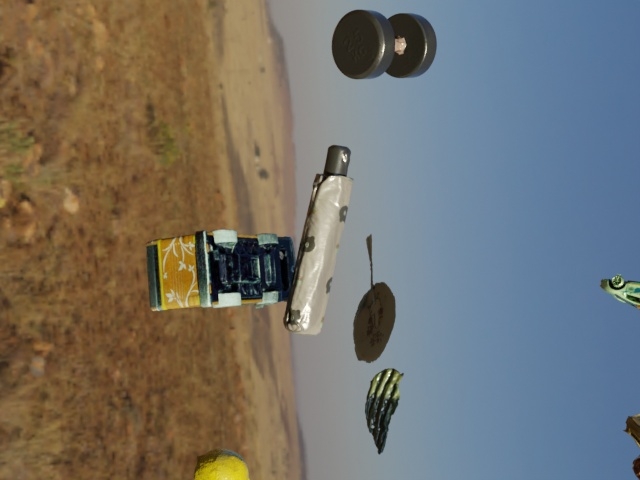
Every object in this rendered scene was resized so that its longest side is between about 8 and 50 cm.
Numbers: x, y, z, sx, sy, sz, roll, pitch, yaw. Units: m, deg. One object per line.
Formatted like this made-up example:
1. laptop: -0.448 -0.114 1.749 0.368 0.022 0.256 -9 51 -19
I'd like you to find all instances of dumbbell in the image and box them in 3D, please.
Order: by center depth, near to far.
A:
1. dumbbell: 0.147 -0.446 1.881 0.152 0.218 0.152 11 -74 41

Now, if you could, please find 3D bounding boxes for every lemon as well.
1. lemon: -0.214 0.509 1.791 0.109 0.133 0.109 -58 -169 18

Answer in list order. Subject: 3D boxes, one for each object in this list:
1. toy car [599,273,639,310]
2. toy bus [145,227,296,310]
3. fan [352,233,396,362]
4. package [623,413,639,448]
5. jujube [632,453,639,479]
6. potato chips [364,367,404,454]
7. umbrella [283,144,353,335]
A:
1. toy car: 0.638 0.112 1.610 0.093 0.186 0.058 28 75 -49
2. toy bus: -0.170 0.057 1.474 0.275 0.167 0.139 3 81 -59
3. fan: 0.156 0.160 2.409 0.233 0.012 0.415 -40 -138 49
4. package: 0.692 0.383 1.678 0.071 0.131 0.047 -133 -139 -53
5. jujube: 0.780 0.451 1.776 0.168 0.236 0.168 38 24 -20
6. potato chips: 0.147 0.412 2.013 0.028 0.092 0.208 17 87 -50
7. umbrella: 0.000 0.000 1.438 0.067 0.073 0.337 14 -88 45
